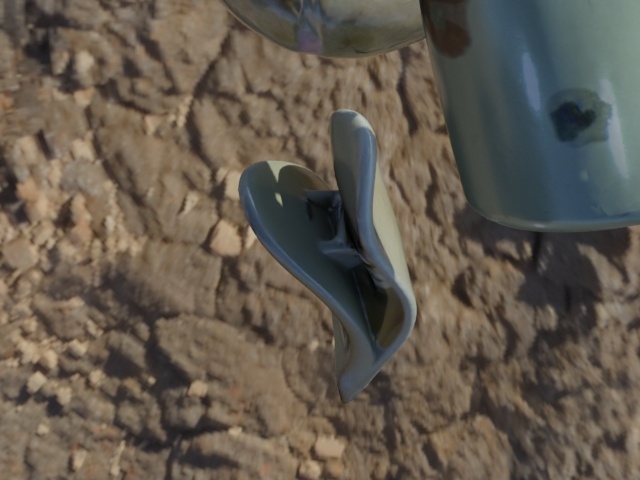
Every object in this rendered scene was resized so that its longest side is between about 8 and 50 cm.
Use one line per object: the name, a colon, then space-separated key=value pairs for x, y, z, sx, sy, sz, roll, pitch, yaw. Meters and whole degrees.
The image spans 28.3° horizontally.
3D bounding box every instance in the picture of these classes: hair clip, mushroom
hair clip: x=0.019 y=-0.002 z=1.042 sx=0.113 sy=0.282 sz=0.173 roll=-17 pitch=59 yaw=7
mushroom: x=0.011 y=-0.251 z=1.008 sx=0.254 sy=0.255 sz=0.184 roll=22 pitch=143 yaw=-1

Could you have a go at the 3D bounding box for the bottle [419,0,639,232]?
bottle: x=0.132 y=-0.200 z=0.688 sx=0.229 sy=0.229 sz=0.352 roll=-17 pitch=108 yaw=5
